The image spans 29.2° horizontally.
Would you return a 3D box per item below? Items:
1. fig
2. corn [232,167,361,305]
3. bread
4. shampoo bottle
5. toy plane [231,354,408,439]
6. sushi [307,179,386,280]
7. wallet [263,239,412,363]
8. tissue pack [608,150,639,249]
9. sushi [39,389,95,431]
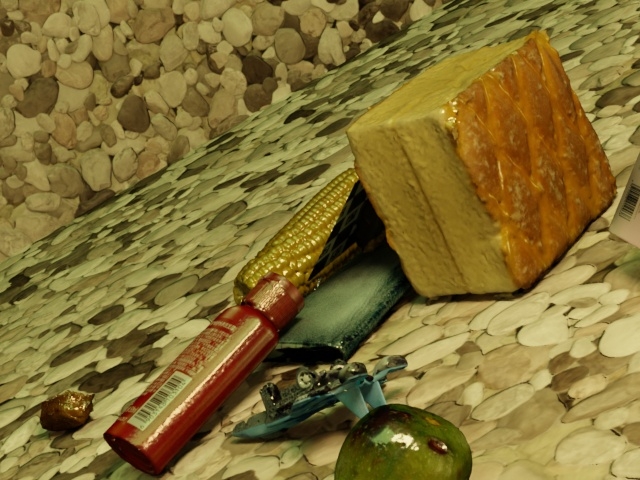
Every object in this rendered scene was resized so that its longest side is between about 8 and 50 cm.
[{"bbox_3d":[0.068,0.238,1.183,0.156,0.123,0.123,-63,14,11],"label":"fig"},{"bbox_3d":[0.000,0.000,1.905,0.120,0.120,0.363,-6,31,48],"label":"corn"},{"bbox_3d":[0.215,-0.101,1.630,0.207,0.279,0.279,-10,25,47],"label":"bread"},{"bbox_3d":[-0.146,0.170,1.608,0.314,0.076,0.118,-46,22,-26],"label":"shampoo bottle"},{"bbox_3d":[-0.019,0.188,1.455,0.246,0.078,0.169,-17,-8,37],"label":"toy plane"},{"bbox_3d":[0.086,-0.036,1.734,0.192,0.050,0.215,-38,-18,-41],"label":"sushi"},{"bbox_3d":[0.073,0.054,1.754,0.191,0.046,0.379,-11,24,48],"label":"wallet"},{"bbox_3d":[0.431,-0.092,1.367,0.148,0.092,0.246,-125,54,-72],"label":"tissue pack"},{"bbox_3d":[-0.375,0.247,1.816,0.118,0.061,0.060,-8,50,29],"label":"sushi"}]
